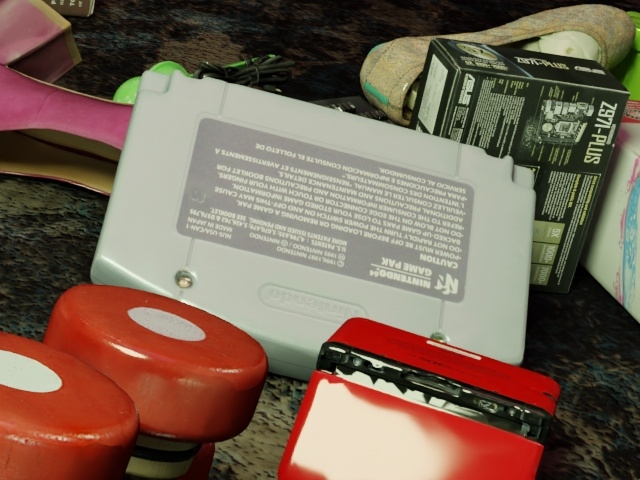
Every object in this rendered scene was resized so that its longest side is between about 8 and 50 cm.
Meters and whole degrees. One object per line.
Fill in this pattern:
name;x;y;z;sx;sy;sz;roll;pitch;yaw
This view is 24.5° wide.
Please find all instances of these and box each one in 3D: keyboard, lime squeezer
keyboard;-0.015;-0.104;1.273;0.201;0.033;0.317;36;18;13
lime squeezer;-0.126;-0.136;1.336;0.110;0.059;0.310;-19;13;16

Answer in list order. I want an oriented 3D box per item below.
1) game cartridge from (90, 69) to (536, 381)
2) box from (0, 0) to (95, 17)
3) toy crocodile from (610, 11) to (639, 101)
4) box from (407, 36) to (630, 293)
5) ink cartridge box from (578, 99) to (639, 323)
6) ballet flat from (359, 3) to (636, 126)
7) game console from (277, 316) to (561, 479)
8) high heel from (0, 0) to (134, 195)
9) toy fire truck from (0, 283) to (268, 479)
game cartridge;0.000;0.000;1.012;0.294;0.060;0.196;14;54;-7
box;-0.355;-0.354;1.611;0.203;0.167;0.168;1;27;-26
toy crocodile;0.381;-0.166;1.628;0.105;0.115;0.340;9;23;-11
box;0.145;-0.059;1.181;0.147;0.180;0.077;6;24;-16
ink cartridge box;0.346;-0.004;1.225;0.226;0.131;0.306;3;27;-21
ballet flat;0.200;-0.170;1.536;0.316;0.108;0.106;-13;35;-12
game console;0.062;0.116;0.893;0.144;0.085;0.124;18;13;10
high heel;-0.186;-0.041;1.136;0.377;0.127;0.181;37;70;29
toy fire truck;-0.183;0.089;0.637;0.254;0.169;0.302;24;13;17
